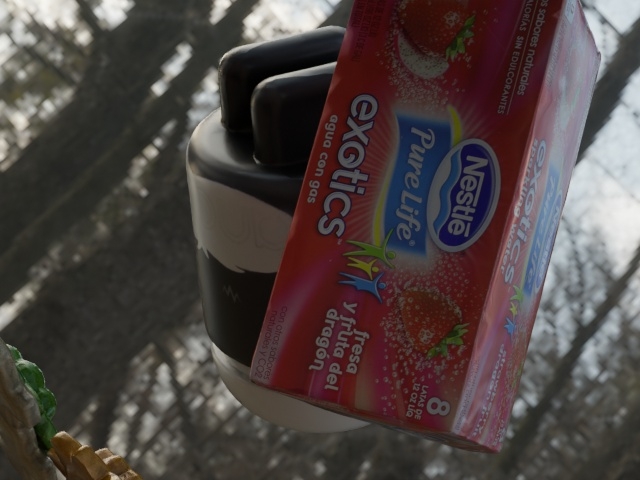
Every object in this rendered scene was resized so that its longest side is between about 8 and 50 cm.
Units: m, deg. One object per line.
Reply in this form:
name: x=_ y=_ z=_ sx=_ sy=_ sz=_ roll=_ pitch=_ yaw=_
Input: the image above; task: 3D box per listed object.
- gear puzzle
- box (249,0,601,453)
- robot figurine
gear puzzle: x=-0.176 y=0.033 z=0.791 sx=0.339 sy=0.044 sz=0.175 roll=46 pitch=-23 yaw=20
box: x=0.066 y=-0.020 z=0.896 sx=0.122 sy=0.257 sz=0.128 roll=13 pitch=-9 yaw=20
robot figurine: x=0.001 y=-0.001 z=1.086 sx=0.173 sy=0.209 sz=0.278 roll=4 pitch=-60 yaw=14
